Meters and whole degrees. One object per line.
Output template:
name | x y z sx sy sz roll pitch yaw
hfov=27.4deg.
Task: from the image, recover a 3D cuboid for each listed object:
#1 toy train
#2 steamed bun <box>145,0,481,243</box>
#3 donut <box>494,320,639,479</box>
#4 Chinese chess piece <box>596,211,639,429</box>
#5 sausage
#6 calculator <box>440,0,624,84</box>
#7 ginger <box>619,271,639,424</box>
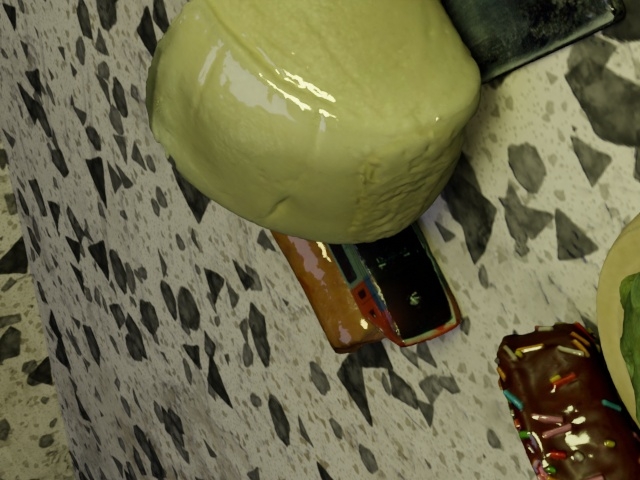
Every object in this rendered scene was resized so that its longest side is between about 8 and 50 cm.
toy train | 0.022 -0.069 1.439 0.409 0.086 0.089 63 155 8
steamed bun | -0.016 -0.127 1.225 0.273 0.272 0.290 60 166 27
donut | 0.235 0.173 1.120 0.235 0.089 0.235 56 -166 -23
Chinese chess piece | 0.320 0.076 0.964 0.257 0.104 0.257 44 147 40
sausage | 0.002 -0.001 1.512 0.270 0.109 0.109 62 154 7
calculator | 0.155 -0.227 1.132 0.262 0.021 0.161 -16 96 64
ginger | 0.272 0.132 0.890 0.137 0.089 0.289 -165 58 -81
